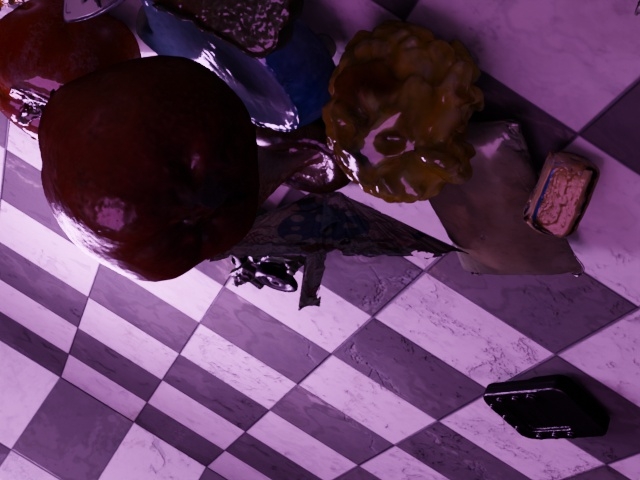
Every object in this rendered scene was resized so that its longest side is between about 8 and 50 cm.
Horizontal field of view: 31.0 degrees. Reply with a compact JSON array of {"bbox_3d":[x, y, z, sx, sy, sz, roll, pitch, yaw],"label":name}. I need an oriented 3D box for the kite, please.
[{"bbox_3d":[0.000,-0.001,1.604,0.406,0.368,0.014,-1,117,4],"label":"kite"}]

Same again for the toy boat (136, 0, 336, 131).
[{"bbox_3d":[-0.108,-0.271,1.474,0.330,0.123,0.215,33,158,22],"label":"toy boat"}]

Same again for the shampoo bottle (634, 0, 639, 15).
[{"bbox_3d":[0.379,-0.206,1.144,0.141,0.034,0.049,27,160,8],"label":"shampoo bottle"}]

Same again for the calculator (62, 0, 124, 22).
[{"bbox_3d":[-0.263,-0.375,1.402,0.268,0.040,0.177,-18,87,54],"label":"calculator"}]

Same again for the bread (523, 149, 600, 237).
[{"bbox_3d":[0.296,-0.056,1.423,0.072,0.053,0.106,18,120,-1],"label":"bread"}]

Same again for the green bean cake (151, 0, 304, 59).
[{"bbox_3d":[-0.091,-0.313,1.288,0.181,0.094,0.173,25,113,10],"label":"green bean cake"}]

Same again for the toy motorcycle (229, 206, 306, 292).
[{"bbox_3d":[-0.146,-0.012,1.908,0.275,0.127,0.205,34,156,-14],"label":"toy motorcycle"}]

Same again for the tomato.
[{"bbox_3d":[-0.360,-0.241,1.661,0.232,0.188,0.232,18,149,11],"label":"tomato"}]

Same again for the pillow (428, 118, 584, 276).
[{"bbox_3d":[0.225,-0.049,1.522,0.185,0.075,0.302,2,141,35],"label":"pillow"}]

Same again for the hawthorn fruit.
[{"bbox_3d":[-0.224,-0.089,1.472,0.311,0.295,0.295,-3,138,46],"label":"hawthorn fruit"}]

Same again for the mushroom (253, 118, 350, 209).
[{"bbox_3d":[-0.078,-0.076,1.622,0.227,0.217,0.148,8,145,38],"label":"mushroom"}]

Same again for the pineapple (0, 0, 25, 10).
[{"bbox_3d":[-0.464,-0.384,1.680,0.114,0.077,0.114,-13,166,40],"label":"pineapple"}]

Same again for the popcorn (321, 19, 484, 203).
[{"bbox_3d":[0.102,-0.149,1.366,0.189,0.169,0.218,9,121,26],"label":"popcorn"}]

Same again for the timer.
[{"bbox_3d":[0.380,0.280,1.955,0.144,0.055,0.187,42,147,-25],"label":"timer"}]
